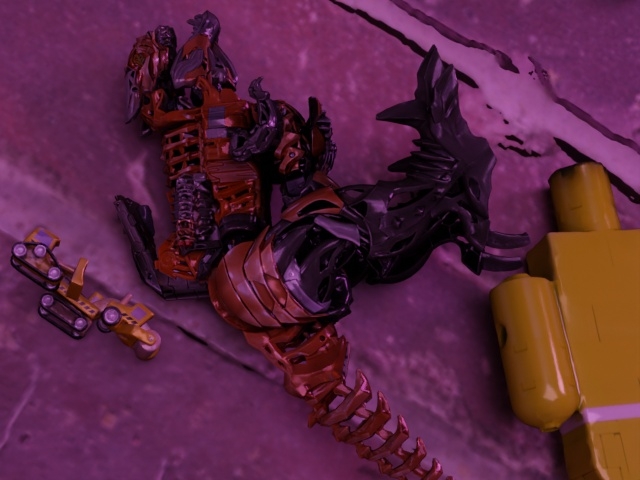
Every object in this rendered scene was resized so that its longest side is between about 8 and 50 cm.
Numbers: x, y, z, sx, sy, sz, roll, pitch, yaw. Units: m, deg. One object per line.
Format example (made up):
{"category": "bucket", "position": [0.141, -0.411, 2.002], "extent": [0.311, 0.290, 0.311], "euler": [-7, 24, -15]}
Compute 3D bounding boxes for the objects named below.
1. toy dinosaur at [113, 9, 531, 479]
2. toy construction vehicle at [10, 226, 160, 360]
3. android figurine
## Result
{"category": "toy dinosaur", "position": [0.000, 0.000, 0.687], "extent": [0.218, 0.164, 0.322], "euler": [-27, 100, 1]}
{"category": "toy construction vehicle", "position": [-0.133, 0.033, 0.657], "extent": [0.098, 0.086, 0.035], "euler": [34, 65, -2]}
{"category": "android figurine", "position": [0.233, 0.076, 0.728], "extent": [0.248, 0.056, 0.273], "euler": [-1, 67, -13]}
